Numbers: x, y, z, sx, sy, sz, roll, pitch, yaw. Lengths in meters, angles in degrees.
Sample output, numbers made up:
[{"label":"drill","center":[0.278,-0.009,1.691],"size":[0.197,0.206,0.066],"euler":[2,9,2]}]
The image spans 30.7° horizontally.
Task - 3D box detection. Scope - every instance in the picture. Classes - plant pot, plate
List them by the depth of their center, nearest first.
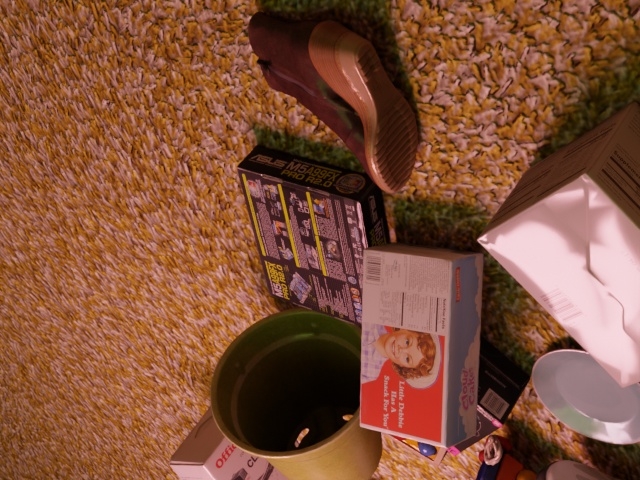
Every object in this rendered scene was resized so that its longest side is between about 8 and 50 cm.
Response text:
[{"label":"plate","center":[0.391,0.217,1.661],"size":[0.188,0.024,0.188],"euler":[24,143,20]},{"label":"plant pot","center":[-0.011,0.294,1.940],"size":[0.276,0.276,0.254],"euler":[16,150,30]}]

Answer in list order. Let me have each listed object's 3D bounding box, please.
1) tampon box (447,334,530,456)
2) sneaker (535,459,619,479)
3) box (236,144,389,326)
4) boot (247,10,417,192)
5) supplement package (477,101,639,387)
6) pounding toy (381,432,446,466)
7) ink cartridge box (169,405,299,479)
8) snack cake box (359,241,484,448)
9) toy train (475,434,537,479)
[{"label":"tampon box","center":[0.216,0.234,1.770],"size":[0.120,0.101,0.161],"euler":[39,145,1]},{"label":"sneaker","center":[0.541,0.405,1.653],"size":[0.447,0.169,0.258],"euler":[32,131,8]},{"label":"box","center":[0.000,0.000,1.750],"size":[0.216,0.060,0.270],"euler":[17,139,30]},{"label":"boot","center":[0.017,-0.186,1.536],"size":[0.206,0.090,0.248],"euler":[22,144,43]},{"label":"supplement package","center":[0.359,0.011,1.359],"size":[0.262,0.145,0.204],"euler":[45,144,-7]},{"label":"pounding toy","center":[0.158,0.287,1.882],"size":[0.130,0.100,0.141],"euler":[30,144,13]},{"label":"ink cartridge box","center":[-0.133,0.452,2.245],"size":[0.114,0.197,0.273],"euler":[-11,121,46]},{"label":"snack cake box","center":[0.141,0.143,1.642],"size":[0.152,0.089,0.265],"euler":[8,100,36]},{"label":"toy train","center":[0.312,0.371,1.806],"size":[0.143,0.105,0.248],"euler":[20,156,8]}]
